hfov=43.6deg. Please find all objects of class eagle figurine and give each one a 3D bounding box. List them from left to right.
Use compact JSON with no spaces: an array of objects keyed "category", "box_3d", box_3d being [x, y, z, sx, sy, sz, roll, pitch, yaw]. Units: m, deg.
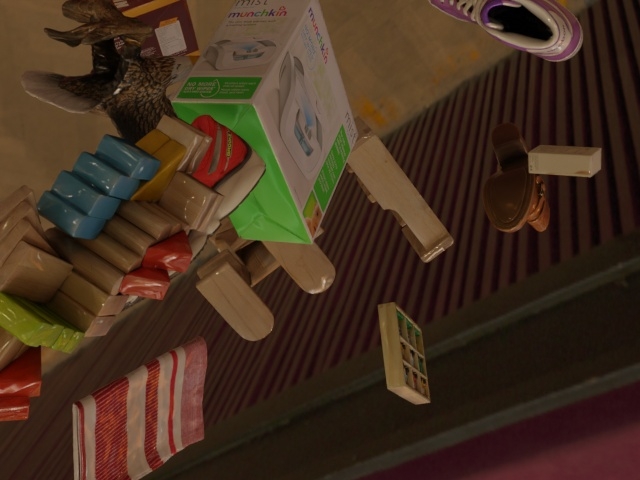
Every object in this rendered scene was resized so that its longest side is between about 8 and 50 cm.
[{"category":"eagle figurine","box_3d":[-0.237,-0.187,1.077,0.225,0.226,0.298,1,143,6]}]

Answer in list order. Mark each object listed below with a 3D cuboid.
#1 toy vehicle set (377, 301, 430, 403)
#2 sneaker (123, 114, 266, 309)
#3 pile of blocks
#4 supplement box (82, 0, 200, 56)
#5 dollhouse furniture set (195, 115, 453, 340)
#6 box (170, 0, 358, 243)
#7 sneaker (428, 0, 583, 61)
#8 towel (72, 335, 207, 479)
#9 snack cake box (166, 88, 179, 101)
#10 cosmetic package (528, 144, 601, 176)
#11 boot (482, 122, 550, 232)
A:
[{"category":"toy vehicle set","box_3d":[0.175,0.237,1.639,0.035,0.166,0.267,-11,160,15]},{"category":"sneaker","box_3d":[-0.176,-0.029,0.849,0.118,0.279,0.107,45,143,-13]},{"category":"pile of blocks","box_3d":[-0.189,0.016,0.675,0.112,0.362,0.149,31,149,11]},{"category":"supplement box","box_3d":[-0.354,-0.425,1.525,0.191,0.129,0.194,-23,157,-9]},{"category":"dollhouse furniture set","box_3d":[0.000,0.000,1.483,0.394,0.362,0.256,-37,108,6]},{"category":"box","box_3d":[-0.064,-0.167,1.103,0.126,0.231,0.262,6,141,24]},{"category":"sneaker","box_3d":[0.237,-0.351,1.147,0.282,0.161,0.102,33,115,24]},{"category":"towel","box_3d":[-0.333,0.345,1.525,0.037,0.329,0.237,16,113,29]},{"category":"snack cake box","box_3d":[-0.268,-0.202,1.825,0.089,0.152,0.264,-25,136,13]},{"category":"cosmetic package","box_3d":[0.438,-0.143,1.434,0.115,0.060,0.041,9,115,37]},{"category":"boot","box_3d":[0.416,-0.080,1.667,0.109,0.283,0.220,-18,135,21]}]
